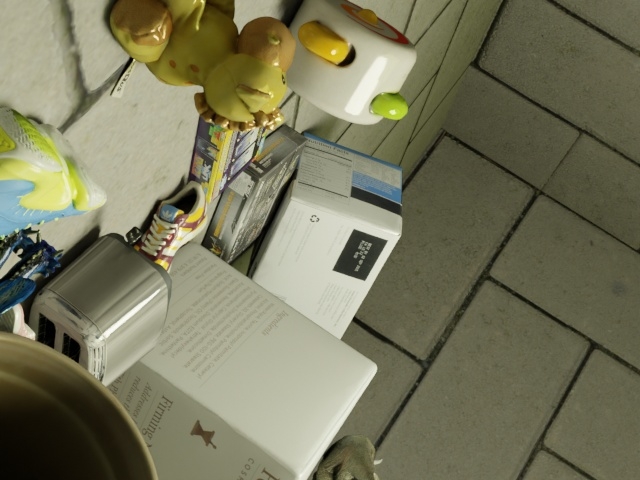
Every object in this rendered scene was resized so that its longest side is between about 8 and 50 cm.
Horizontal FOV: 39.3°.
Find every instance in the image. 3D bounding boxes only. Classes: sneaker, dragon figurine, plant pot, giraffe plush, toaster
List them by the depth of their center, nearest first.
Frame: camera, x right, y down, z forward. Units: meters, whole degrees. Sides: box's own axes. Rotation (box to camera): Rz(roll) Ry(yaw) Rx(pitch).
[{"bbox_3d":[-0.317,0.055,0.803,0.144,0.085,0.289,-54,-172,8],"label":"dragon figurine"},{"bbox_3d":[-0.283,-0.047,0.818,0.126,0.091,0.240,-37,171,-3],"label":"sneaker"},{"bbox_3d":[-0.103,-0.192,0.916,0.210,0.171,0.181,-61,171,30],"label":"giraffe plush"},{"bbox_3d":[-0.373,0.299,0.922,0.280,0.323,0.323,-43,178,26],"label":"plant pot"},{"bbox_3d":[-0.354,0.098,1.013,0.134,0.051,0.070,-58,174,36],"label":"sneaker"},{"bbox_3d":[-0.283,0.097,1.145,0.146,0.129,0.227,-46,169,-40],"label":"toaster"},{"bbox_3d":[-0.229,-0.009,1.292,0.185,0.070,0.084,-58,165,-34],"label":"sneaker"}]

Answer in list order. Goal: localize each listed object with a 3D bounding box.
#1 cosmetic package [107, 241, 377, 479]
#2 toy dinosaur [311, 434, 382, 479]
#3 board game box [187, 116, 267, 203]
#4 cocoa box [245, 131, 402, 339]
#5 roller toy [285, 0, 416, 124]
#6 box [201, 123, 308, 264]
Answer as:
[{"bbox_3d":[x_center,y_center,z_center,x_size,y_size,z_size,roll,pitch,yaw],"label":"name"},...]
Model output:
[{"bbox_3d":[-0.186,0.277,1.458,0.329,0.394,0.327,-62,170,30],"label":"cosmetic package"},{"bbox_3d":[0.037,0.381,1.481,0.313,0.121,0.160,98,13,-62],"label":"toy dinosaur"},{"bbox_3d":[-0.130,-0.155,1.331,0.141,0.048,0.170,-48,169,-36],"label":"board game box"},{"bbox_3d":[0.000,0.000,1.840,0.228,0.232,0.347,-82,-166,-49],"label":"cocoa box"},{"bbox_3d":[0.038,-0.279,1.338,0.146,0.209,0.191,-60,-150,22],"label":"roller toy"},{"bbox_3d":[-0.123,-0.079,1.631,0.183,0.056,0.231,-48,169,-50],"label":"box"}]
